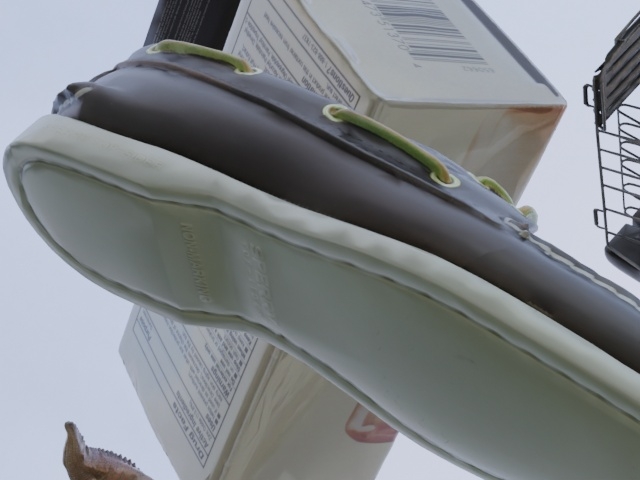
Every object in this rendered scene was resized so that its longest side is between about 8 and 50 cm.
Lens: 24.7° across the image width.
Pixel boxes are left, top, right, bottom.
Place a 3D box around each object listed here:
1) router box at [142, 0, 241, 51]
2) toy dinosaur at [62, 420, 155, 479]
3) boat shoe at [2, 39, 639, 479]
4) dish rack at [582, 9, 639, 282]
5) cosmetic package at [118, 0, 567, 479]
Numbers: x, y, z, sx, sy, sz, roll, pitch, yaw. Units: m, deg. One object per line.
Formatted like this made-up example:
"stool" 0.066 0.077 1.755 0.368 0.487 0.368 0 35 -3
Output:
"router box" -0.010 -0.195 1.127 0.081 0.243 0.309 44 -50 22
"toy dinosaur" -0.168 0.283 1.326 0.200 0.127 0.296 -19 -80 -32
"boat shoe" 0.018 0.003 0.407 0.227 0.069 0.081 25 -35 22
"dish rack" 0.316 -0.105 1.283 0.208 0.074 0.271 -46 -37 -25
"cosmetic package" 0.000 0.000 0.840 0.129 0.153 0.296 -1 -49 -34
